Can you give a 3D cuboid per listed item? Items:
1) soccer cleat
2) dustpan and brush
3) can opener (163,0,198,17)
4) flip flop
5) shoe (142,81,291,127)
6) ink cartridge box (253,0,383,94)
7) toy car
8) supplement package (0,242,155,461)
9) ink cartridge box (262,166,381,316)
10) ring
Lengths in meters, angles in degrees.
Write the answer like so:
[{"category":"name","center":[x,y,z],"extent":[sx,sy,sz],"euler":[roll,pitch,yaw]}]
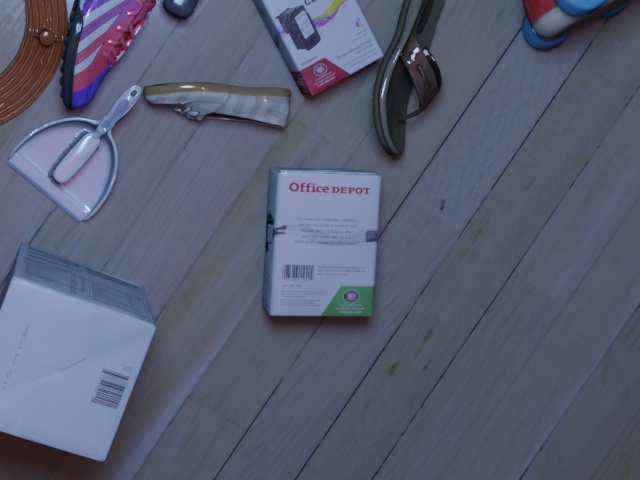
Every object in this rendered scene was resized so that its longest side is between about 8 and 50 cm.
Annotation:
[{"category":"soccer cleat","center":[-0.284,-0.330,1.620],"extent":[0.116,0.108,0.318],"euler":[16,92,-10]},{"category":"dustpan and brush","center":[-0.332,-0.143,1.664],"extent":[0.147,0.060,0.211],"euler":[41,89,-15]},{"category":"can opener","center":[-0.137,-0.442,1.648],"extent":[0.093,0.074,0.280],"euler":[29,93,-11]},{"category":"flip flop","center":[0.147,-0.260,1.717],"extent":[0.080,0.112,0.277],"euler":[18,90,22]},{"category":"shoe","center":[-0.149,-0.198,1.685],"extent":[0.219,0.076,0.058],"euler":[2,94,-14]},{"category":"ink cartridge box","center":[-0.007,-0.320,1.697],"extent":[0.127,0.072,0.175],"euler":[-30,104,-6]},{"category":"toy car","center":[0.362,-0.439,1.700],"extent":[0.210,0.219,0.238],"euler":[-29,87,-6]},{"category":"supplement package","center":[-0.361,0.146,1.601],"extent":[0.198,0.262,0.199],"euler":[21,95,-15]},{"category":"ink cartridge box","center":[0.000,0.000,1.741],"extent":[0.160,0.092,0.219],"euler":[2,98,-13]},{"category":"ring","center":[-0.516,-0.310,1.586],"extent":[0.336,0.032,0.337],"euler":[-6,107,-19]}]
